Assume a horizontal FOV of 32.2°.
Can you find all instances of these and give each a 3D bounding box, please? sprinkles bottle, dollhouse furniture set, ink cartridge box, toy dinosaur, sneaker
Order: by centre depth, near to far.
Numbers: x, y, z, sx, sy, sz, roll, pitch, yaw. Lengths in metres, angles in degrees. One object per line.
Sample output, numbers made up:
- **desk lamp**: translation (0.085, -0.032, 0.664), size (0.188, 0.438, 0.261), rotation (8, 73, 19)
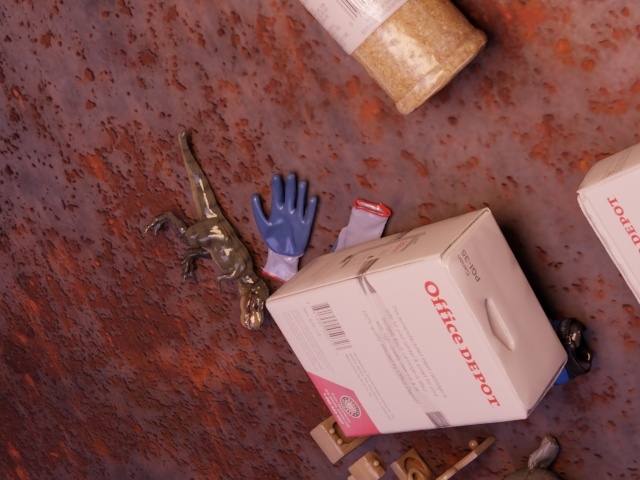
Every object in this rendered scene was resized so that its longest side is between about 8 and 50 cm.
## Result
- **ink cartridge box**: translation (0.391, -0.039, 1.099), size (0.218, 0.092, 0.158), rotation (-26, 103, 35)
- **sprinkles bottle**: translation (0.011, -0.294, 1.138), size (0.355, 0.121, 0.121), rotation (47, 128, -3)
- **ink cartridge box**: translation (0.106, 0.103, 1.261), size (0.283, 0.117, 0.207), rotation (-17, 108, 45)
- **sneaker**: translation (0.257, 0.095, 1.271), size (0.085, 0.058, 0.152), rotation (-24, 100, 33)
- **dollhouse furniture set**: translation (0.105, 0.249, 1.404), size (0.151, 0.144, 0.123), rotation (52, 124, 11)
- **toy dinosaur**: translation (-0.154, -0.004, 1.439), size (0.118, 0.064, 0.268), rotation (-19, 102, 32)

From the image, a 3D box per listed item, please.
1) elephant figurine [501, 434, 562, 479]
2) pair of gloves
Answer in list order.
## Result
- **elephant figurine**: translation (0.225, 0.382, 1.306), size (0.169, 0.239, 0.186), rotation (-42, 78, 33)
- **pair of gloves**: translation (0.000, 0.000, 1.378), size (0.198, 0.023, 0.159), rotation (21, 123, 16)
